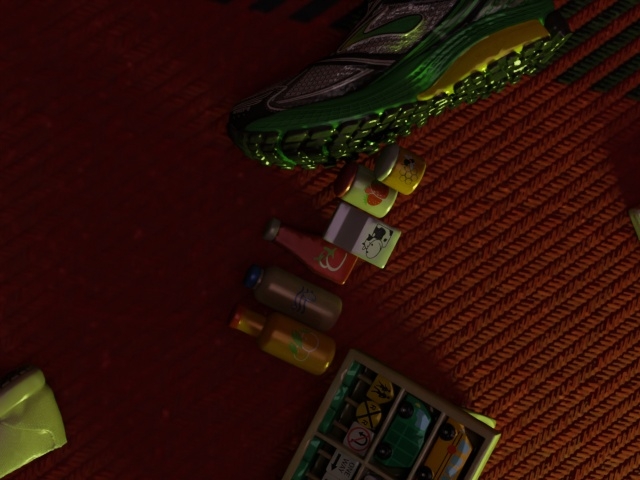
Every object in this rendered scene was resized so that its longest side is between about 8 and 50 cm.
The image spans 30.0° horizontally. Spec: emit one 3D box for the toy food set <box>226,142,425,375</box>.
[{"bbox_3d":[0.000,0.000,1.155,0.104,0.111,0.232,26,93,-14],"label":"toy food set"}]

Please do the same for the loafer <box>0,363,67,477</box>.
[{"bbox_3d":[-0.345,0.229,1.098,0.268,0.102,0.092,-41,97,-8],"label":"loafer"}]

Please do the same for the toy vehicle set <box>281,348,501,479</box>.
[{"bbox_3d":[0.042,0.262,1.171,0.166,0.035,0.267,29,95,18],"label":"toy vehicle set"}]

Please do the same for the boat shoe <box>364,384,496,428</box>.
[{"bbox_3d":[0.108,0.184,1.229,0.153,0.056,0.048,20,85,-22],"label":"boat shoe"}]

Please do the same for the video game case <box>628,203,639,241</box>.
[{"bbox_3d":[0.499,-0.003,1.322,0.285,0.025,0.204,-26,101,-10],"label":"video game case"}]

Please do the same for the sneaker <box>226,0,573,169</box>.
[{"bbox_3d":[0.062,-0.177,1.165,0.343,0.134,0.146,-26,80,-9],"label":"sneaker"}]
